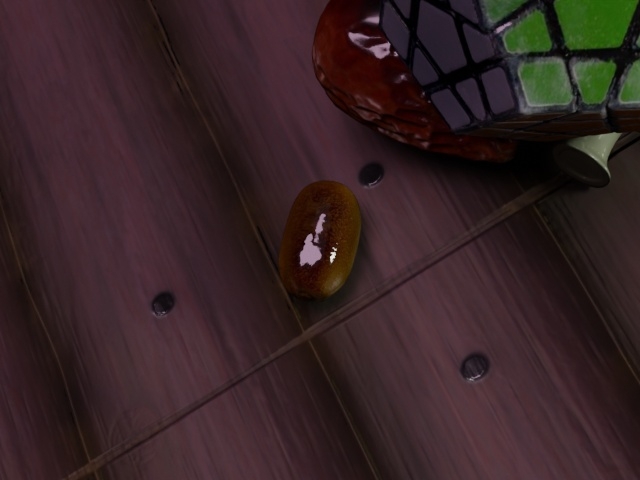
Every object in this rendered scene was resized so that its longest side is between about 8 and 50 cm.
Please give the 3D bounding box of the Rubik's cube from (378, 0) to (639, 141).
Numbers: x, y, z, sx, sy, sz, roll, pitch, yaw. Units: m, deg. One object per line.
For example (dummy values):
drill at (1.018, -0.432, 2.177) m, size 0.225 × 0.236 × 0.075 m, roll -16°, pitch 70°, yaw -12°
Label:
Rubik's cube at (0.204, -0.226, 1.379) m, size 0.264 × 0.319 × 0.319 m, roll -43°, pitch 45°, yaw 40°

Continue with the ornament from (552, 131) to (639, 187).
ornament at (0.279, -0.130, 1.500) m, size 0.081 × 0.075 × 0.156 m, roll 28°, pitch 75°, yaw 18°

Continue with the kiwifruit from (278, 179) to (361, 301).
kiwifruit at (0.000, 0.000, 1.564) m, size 0.075 × 0.075 × 0.124 m, roll -2°, pitch 66°, yaw 26°

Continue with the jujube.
jujube at (0.106, -0.164, 1.558) m, size 0.236 × 0.168 × 0.168 m, roll 32°, pitch 80°, yaw 18°
